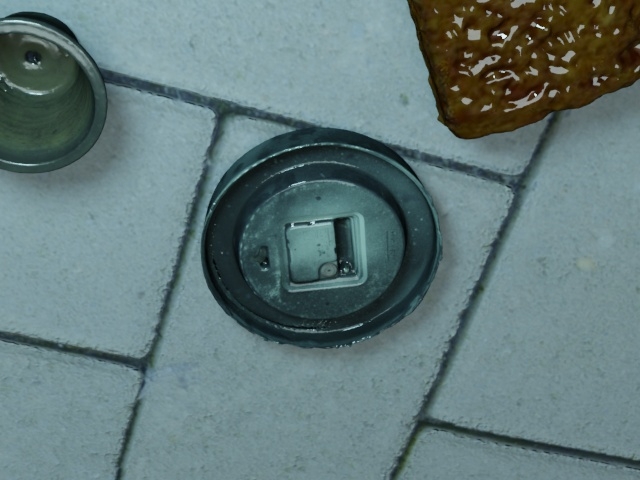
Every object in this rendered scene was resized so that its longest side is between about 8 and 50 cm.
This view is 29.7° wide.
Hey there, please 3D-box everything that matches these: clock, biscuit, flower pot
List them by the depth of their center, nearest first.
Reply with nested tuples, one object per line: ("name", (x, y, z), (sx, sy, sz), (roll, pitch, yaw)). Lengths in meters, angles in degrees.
("biscuit", (0.286, -0.353, 1.694), (0.343, 0.166, 0.395), (-18, 122, 7))
("flower pot", (-0.412, -0.231, 1.696), (0.235, 0.148, 0.235), (-3, 124, -4))
("clock", (0.000, 0.000, 1.923), (0.386, 0.076, 0.386), (-3, 121, -4))
